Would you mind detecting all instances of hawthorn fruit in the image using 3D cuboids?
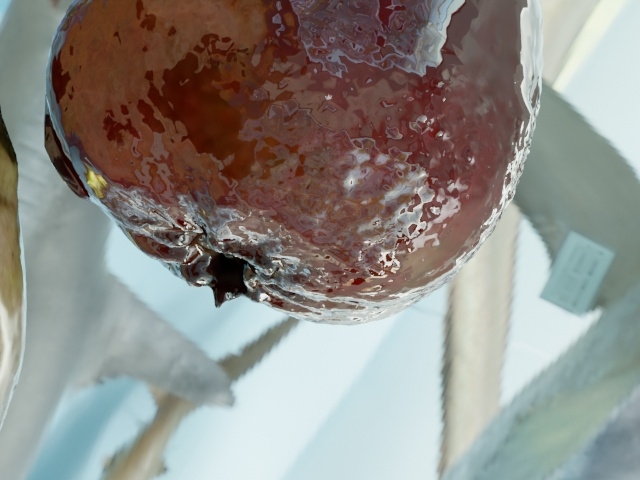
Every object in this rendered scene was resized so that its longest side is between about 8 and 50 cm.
[{"bbox_3d":[0.005,-0.107,0.867,0.265,0.265,0.307,-18,-137,56],"label":"hawthorn fruit"}]

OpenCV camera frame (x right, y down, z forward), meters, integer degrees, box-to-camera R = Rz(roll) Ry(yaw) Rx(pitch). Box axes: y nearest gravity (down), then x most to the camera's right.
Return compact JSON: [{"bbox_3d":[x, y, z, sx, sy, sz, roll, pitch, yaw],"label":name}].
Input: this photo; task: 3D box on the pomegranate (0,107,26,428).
[{"bbox_3d":[-0.258,0.018,0.562,0.322,0.322,0.322,-42,-145,38],"label":"pomegranate"}]
